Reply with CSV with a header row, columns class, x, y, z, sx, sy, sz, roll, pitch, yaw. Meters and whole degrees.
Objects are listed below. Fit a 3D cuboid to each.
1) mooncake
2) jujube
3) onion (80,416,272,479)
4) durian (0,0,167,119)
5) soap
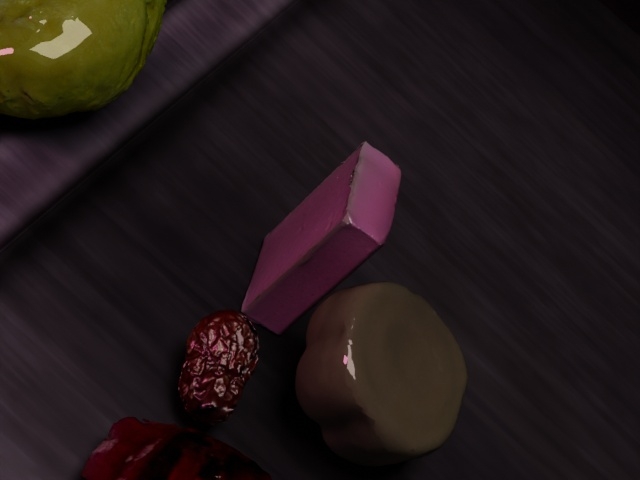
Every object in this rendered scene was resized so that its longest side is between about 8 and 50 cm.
class,x,y,z,sx,sy,sz,roll,pitch,yaw
mooncake,0.082,0.188,2.120,0.275,0.135,0.275,19,61,-40
jujube,-0.143,0.170,2.025,0.104,0.104,0.166,32,51,-12
onion,-0.153,0.333,1.828,0.280,0.146,0.314,41,42,-8
durian,-0.381,-0.291,2.188,0.256,0.204,0.339,20,52,-4
soap,0.002,0.001,2.166,0.081,0.259,0.181,34,38,-16
